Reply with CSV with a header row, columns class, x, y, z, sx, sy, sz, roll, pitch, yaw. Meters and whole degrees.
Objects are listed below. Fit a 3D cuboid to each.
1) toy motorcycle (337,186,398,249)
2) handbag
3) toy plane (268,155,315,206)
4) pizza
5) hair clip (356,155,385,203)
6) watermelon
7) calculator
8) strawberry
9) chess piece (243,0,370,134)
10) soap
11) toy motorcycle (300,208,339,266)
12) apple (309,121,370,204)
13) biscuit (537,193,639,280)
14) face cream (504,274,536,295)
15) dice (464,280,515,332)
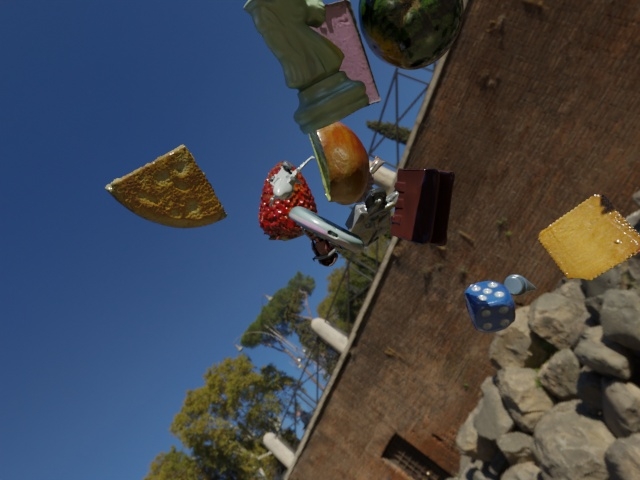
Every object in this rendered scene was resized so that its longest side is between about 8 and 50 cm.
class,x,y,z,sx,sy,sz,roll,pitch,yaw
toy motorcycle,0.145,-0.053,1.170,0.152,0.073,0.225,5,-49,-36
handbag,0.338,-0.120,1.420,0.084,0.275,0.260,1,-83,-20
toy plane,-0.127,-0.204,1.459,0.251,0.101,0.255,-46,8,24
pizza,-0.460,-0.120,1.261,0.268,0.087,0.258,-31,-71,-14
hair clip,0.227,-0.310,2.011,0.300,0.069,0.173,-51,-53,-26
watermelon,0.227,-0.572,1.051,0.269,0.269,0.269,-44,-27,-30
calculator,0.013,-0.026,0.959,0.041,0.185,0.299,-63,5,3
strawberry,-0.153,-0.173,1.842,0.292,0.292,0.343,-30,-63,-47
chess piece,-0.027,-0.391,0.869,0.176,0.176,0.298,-41,-66,-34
soap,0.028,-0.442,1.041,0.181,0.081,0.259,-28,-72,-18
toy motorcycle,0.000,0.000,1.241,0.084,0.118,0.212,-20,-43,18
apple,0.060,-0.302,1.488,0.179,0.346,0.254,-20,-9,29
biscuit,0.842,-0.001,1.303,0.013,0.232,0.237,17,-49,-38
face cream,0.832,0.187,1.743,0.385,0.136,0.086,9,-83,-60
dice,0.616,0.243,1.513,0.143,0.146,0.146,-93,-13,-60
